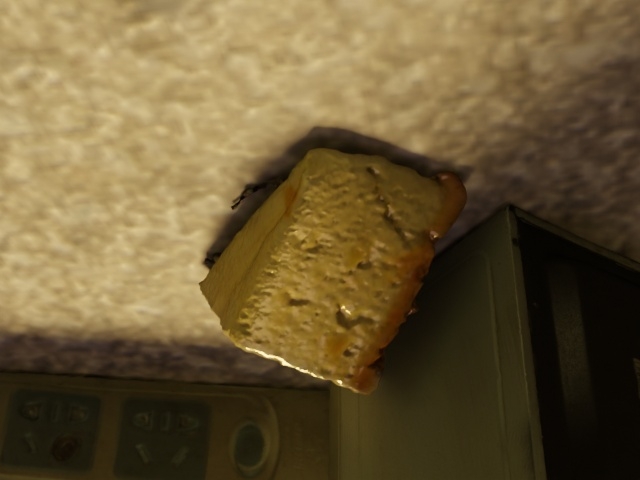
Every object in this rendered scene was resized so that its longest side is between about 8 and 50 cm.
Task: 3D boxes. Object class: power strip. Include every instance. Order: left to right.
[{"bbox_3d":[-0.120,0.113,0.605,0.286,0.080,0.048,5,138,-3],"label":"power strip"}]

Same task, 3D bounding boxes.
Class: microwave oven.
[{"bbox_3d":[0.092,0.118,0.499,0.129,0.205,0.163,22,140,-27],"label":"microwave oven"}]

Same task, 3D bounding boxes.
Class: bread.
[{"bbox_3d":[0.000,0.000,0.497,0.084,0.080,0.109,18,105,-23],"label":"bread"}]
